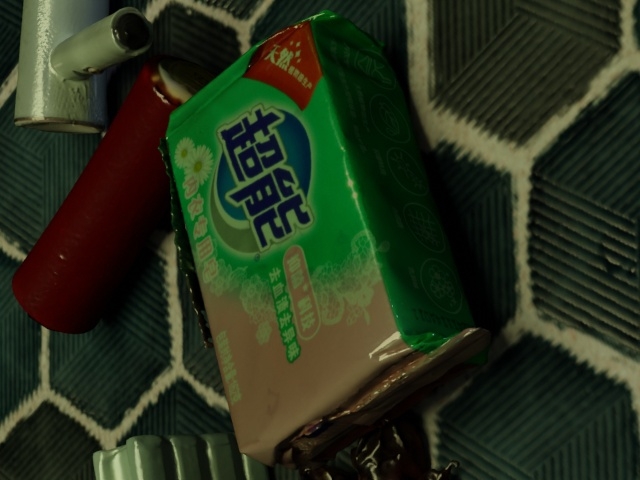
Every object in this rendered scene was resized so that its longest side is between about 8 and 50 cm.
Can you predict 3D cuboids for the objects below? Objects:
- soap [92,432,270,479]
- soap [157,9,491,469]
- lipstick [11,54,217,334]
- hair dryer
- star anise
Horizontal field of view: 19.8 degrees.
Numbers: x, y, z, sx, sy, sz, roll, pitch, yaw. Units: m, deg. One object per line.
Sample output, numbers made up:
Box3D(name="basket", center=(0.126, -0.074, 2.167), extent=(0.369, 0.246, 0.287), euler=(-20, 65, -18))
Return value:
Box3D(name="soap", center=(-0.083, 0.235, 1.283), extent=(0.066, 0.119, 0.198), euler=(-28, 67, 44))
Box3D(name="soap", center=(0.002, 0.001, 1.204), extent=(0.218, 0.098, 0.273), euler=(-34, 55, 30))
Box3D(name="lipstick", center=(-0.153, -0.033, 1.407), extent=(0.241, 0.080, 0.080), euler=(-55, 51, 29))
Box3D(name="hair dryer", center=(-0.178, -0.156, 1.399), extent=(0.236, 0.073, 0.131), euler=(176, 98, -70))
Box3D(name="star anise", center=(0.023, 0.202, 1.219), extent=(0.157, 0.053, 0.212), euler=(-3, 82, 39))
